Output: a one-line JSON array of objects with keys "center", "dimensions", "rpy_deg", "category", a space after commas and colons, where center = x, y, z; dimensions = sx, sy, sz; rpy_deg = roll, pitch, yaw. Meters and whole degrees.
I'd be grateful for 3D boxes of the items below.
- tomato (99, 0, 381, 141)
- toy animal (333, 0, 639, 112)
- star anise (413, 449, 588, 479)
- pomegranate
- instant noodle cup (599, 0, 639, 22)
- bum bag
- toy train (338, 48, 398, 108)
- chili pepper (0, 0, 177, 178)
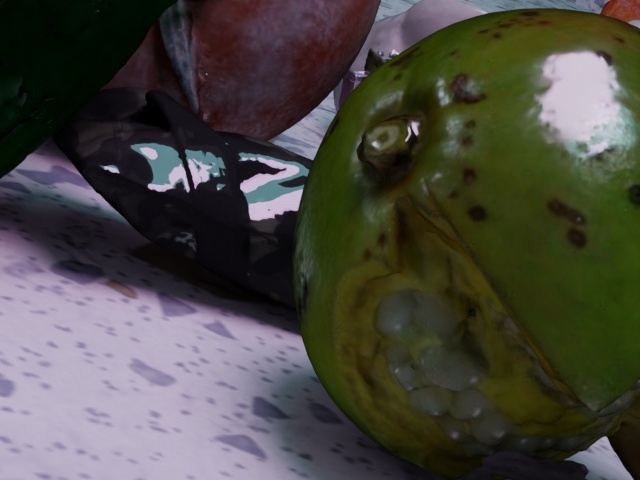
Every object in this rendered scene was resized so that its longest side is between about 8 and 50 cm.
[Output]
[{"center": [-0.105, -0.212, 1.092], "dimensions": [0.316, 0.317, 0.282], "rpy_deg": [19, 7, 0], "category": "tomato"}, {"center": [0.184, -0.108, 1.316], "dimensions": [0.357, 0.194, 0.258], "rpy_deg": [12, 6, 4], "category": "toy animal"}, {"center": [0.123, 0.146, 0.631], "dimensions": [0.195, 0.065, 0.182], "rpy_deg": [13, 17, -27], "category": "star anise"}, {"center": [0.127, 0.028, 0.760], "dimensions": [0.302, 0.236, 0.236], "rpy_deg": [41, 8, -24], "category": "pomegranate"}, {"center": [0.388, -0.122, 1.488], "dimensions": [0.264, 0.264, 0.200], "rpy_deg": [26, 8, 21], "category": "instant noodle cup"}, {"center": [0.000, 0.000, 0.909], "dimensions": [0.340, 0.095, 0.144], "rpy_deg": [24, 19, -8], "category": "bum bag"}, {"center": [0.116, -0.037, 1.099], "dimensions": [0.177, 0.134, 0.261], "rpy_deg": [6, 20, -19], "category": "toy train"}, {"center": [-0.202, -0.163, 0.849], "dimensions": [0.233, 0.256, 0.248], "rpy_deg": [51, 7, -45], "category": "chili pepper"}]
